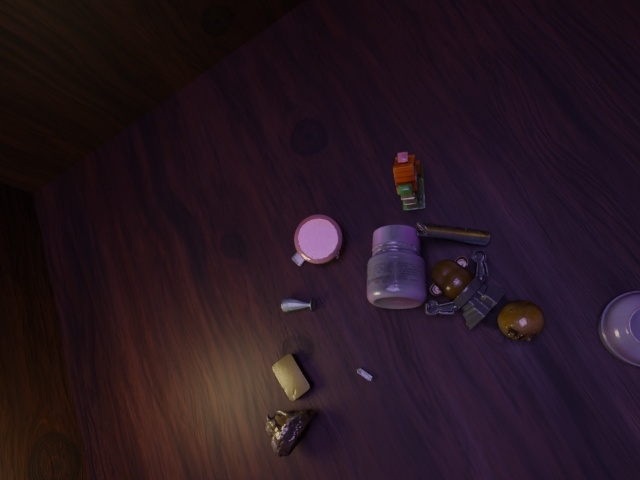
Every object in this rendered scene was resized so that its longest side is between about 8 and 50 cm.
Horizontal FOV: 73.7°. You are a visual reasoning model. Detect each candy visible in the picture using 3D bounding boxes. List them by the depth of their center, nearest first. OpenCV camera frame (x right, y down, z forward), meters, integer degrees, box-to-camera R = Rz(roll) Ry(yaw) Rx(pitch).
[{"bbox_3d":[0.000,0.000,2.078,0.255,0.094,0.255,-1,86,10],"label":"candy"}]

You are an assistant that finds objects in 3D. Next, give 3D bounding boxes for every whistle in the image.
[{"bbox_3d":[0.569,-0.031,1.847,0.327,0.057,0.068,8,56,-5],"label":"whistle"}]

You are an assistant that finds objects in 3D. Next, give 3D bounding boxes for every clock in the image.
[{"bbox_3d":[0.404,-0.278,1.935,0.106,0.255,0.219,-5,75,19],"label":"clock"}]

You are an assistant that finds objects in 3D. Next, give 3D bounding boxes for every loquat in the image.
[{"bbox_3d":[0.787,0.322,1.683,0.172,0.204,0.149,-4,115,44],"label":"loquat"}]

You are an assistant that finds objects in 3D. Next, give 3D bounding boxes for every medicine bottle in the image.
[{"bbox_3d":[0.330,0.118,1.860,0.256,0.256,0.324,-5,67,19],"label":"medicine bottle"}]

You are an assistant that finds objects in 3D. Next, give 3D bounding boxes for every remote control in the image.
[{"bbox_3d":[-0.042,0.014,2.151,0.067,0.029,0.261,40,94,17],"label":"remote control"}]

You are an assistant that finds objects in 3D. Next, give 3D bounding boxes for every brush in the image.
[{"bbox_3d":[-0.130,0.639,2.003,0.123,0.059,0.197,-40,66,10],"label":"brush"}]

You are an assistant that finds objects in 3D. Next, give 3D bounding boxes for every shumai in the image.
[{"bbox_3d":[-0.159,0.815,1.897,0.185,0.184,0.218,32,102,23],"label":"shumai"}]

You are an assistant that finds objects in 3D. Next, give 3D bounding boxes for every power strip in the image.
[{"bbox_3d":[0.201,0.601,1.911,0.083,0.017,0.027,30,89,25],"label":"power strip"}]

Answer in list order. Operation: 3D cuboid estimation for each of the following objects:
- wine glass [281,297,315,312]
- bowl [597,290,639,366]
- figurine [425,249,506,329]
[{"bbox_3d":[-0.107,0.315,2.075,0.155,0.073,0.073,-1,76,17],"label":"wine glass"},{"bbox_3d":[1.190,0.319,1.550,0.287,0.144,0.286,-5,74,18],"label":"bowl"},{"bbox_3d":[0.595,0.197,1.791,0.285,0.167,0.342,40,72,16],"label":"figurine"}]
